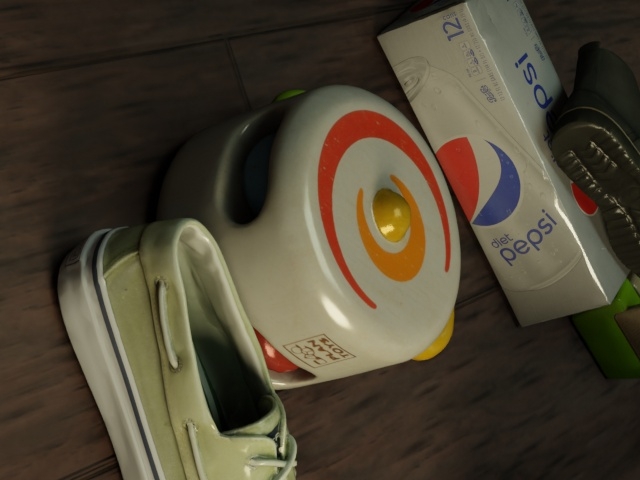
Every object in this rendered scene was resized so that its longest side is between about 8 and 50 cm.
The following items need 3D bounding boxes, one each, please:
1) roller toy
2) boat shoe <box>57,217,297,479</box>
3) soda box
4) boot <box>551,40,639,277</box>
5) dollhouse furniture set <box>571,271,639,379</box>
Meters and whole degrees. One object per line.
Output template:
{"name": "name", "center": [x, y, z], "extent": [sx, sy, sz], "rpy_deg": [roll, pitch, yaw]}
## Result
{"name": "roller toy", "center": [0.000, 0.000, 1.179], "extent": [0.191, 0.146, 0.209], "rpy_deg": [-23, 95, -53]}
{"name": "boat shoe", "center": [-0.065, 0.129, 1.087], "extent": [0.109, 0.094, 0.302], "rpy_deg": [-39, 107, -52]}
{"name": "soda box", "center": [0.161, -0.077, 1.465], "extent": [0.286, 0.091, 0.098], "rpy_deg": [62, 36, -15]}
{"name": "boot", "center": [0.272, -0.066, 1.474], "extent": [0.198, 0.077, 0.137], "rpy_deg": [54, 33, -27]}
{"name": "dollhouse furniture set", "center": [0.379, 0.030, 1.655], "extent": [0.197, 0.151, 0.301], "rpy_deg": [56, 40, -22]}
